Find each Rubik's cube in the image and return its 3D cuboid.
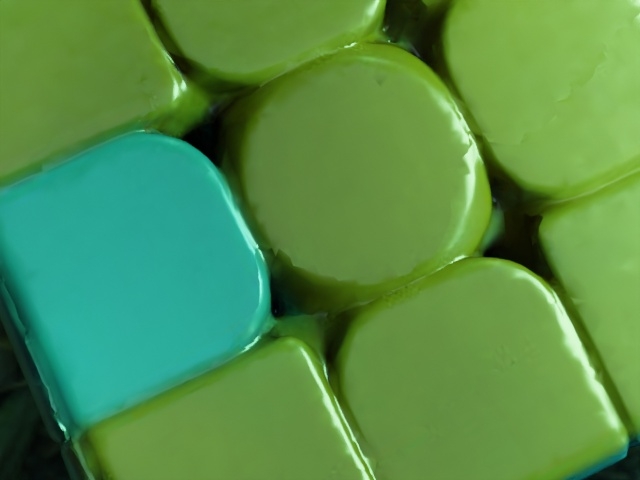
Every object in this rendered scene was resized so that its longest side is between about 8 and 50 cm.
[{"bbox_3d":[0.000,0.000,0.715,0.291,0.290,0.291,-25,83,-9],"label":"Rubik's cube"}]
